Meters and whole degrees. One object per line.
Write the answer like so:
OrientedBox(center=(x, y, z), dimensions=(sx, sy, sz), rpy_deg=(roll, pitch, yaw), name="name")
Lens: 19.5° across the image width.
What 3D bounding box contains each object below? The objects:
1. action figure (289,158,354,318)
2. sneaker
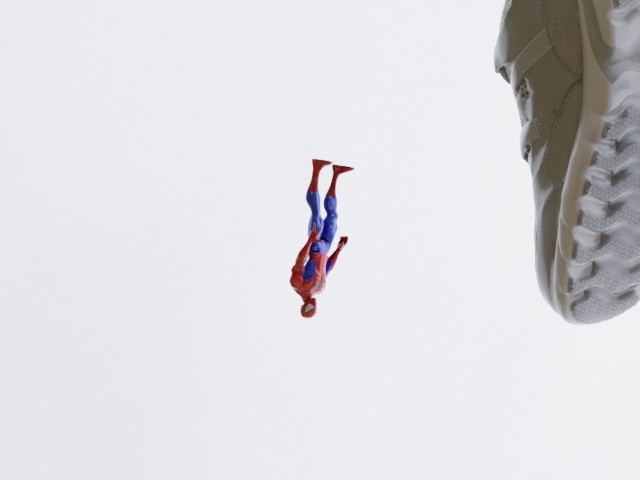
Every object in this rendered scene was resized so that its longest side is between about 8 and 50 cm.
OrientedBox(center=(0.000, 0.000, 1.351), dimensions=(0.030, 0.038, 0.115), rpy_deg=(10, -92, 41), name="action figure")
OrientedBox(center=(0.159, -0.091, 1.108), dimensions=(0.115, 0.105, 0.281), rpy_deg=(13, -78, 53), name="sneaker")
